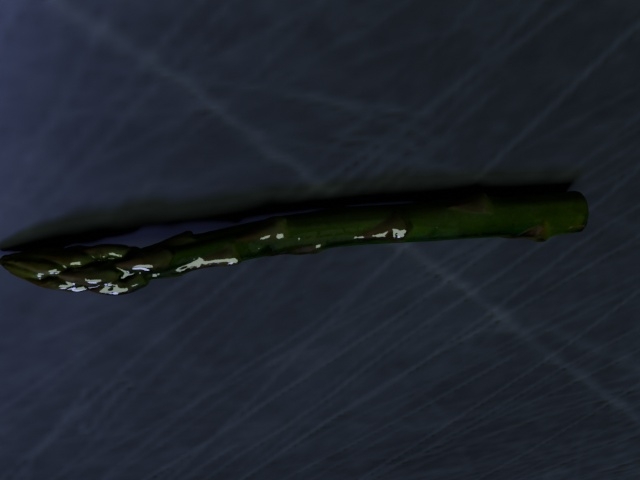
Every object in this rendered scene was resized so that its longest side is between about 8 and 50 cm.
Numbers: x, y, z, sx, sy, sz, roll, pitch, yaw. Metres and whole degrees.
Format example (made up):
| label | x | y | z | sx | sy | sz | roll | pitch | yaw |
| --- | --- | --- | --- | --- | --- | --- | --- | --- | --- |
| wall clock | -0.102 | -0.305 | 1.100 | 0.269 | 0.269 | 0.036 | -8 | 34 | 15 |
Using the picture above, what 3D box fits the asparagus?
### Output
| label | x | y | z | sx | sy | sz | roll | pitch | yaw |
| --- | --- | --- | --- | --- | --- | --- | --- | --- | --- |
| asparagus | 0.000 | 0.000 | 0.361 | 0.162 | 0.016 | 0.016 | -7 | 164 | -24 |
